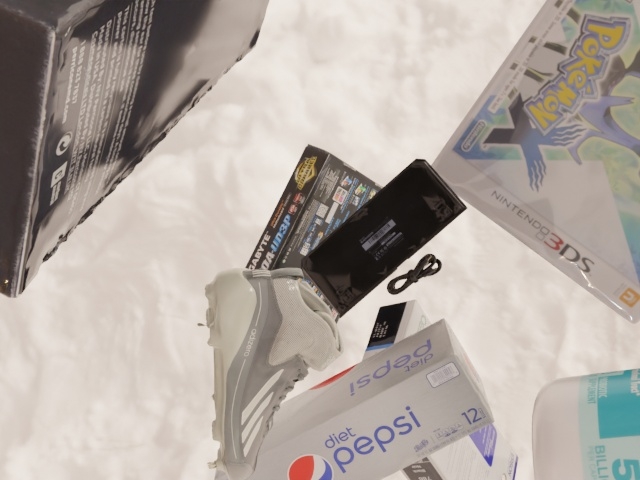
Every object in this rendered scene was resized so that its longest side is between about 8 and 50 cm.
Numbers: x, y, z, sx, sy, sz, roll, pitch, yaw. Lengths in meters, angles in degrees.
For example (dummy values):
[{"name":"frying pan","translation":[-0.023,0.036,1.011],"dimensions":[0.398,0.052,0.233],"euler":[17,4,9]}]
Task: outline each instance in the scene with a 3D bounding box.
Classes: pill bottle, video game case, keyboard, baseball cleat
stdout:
[{"name":"pill bottle","translation":[0.276,0.144,0.626],"dimensions":[0.264,0.146,0.146],"euler":[-11,72,20]},{"name":"video game case","translation":[0.323,-0.111,1.087],"dimensions":[0.300,0.036,0.329],"euler":[37,121,6]},{"name":"keyboard","translation":[0.075,0.008,1.072],"dimensions":[0.180,0.023,0.108],"euler":[-42,74,8]},{"name":"baseball cleat","translation":[-0.037,0.110,0.772],"dimensions":[0.109,0.206,0.072],"euler":[-3,39,-5]}]

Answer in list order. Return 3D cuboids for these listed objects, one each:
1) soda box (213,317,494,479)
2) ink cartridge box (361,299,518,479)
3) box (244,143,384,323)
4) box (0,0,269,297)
[{"name":"soda box","translation":[0.032,0.198,1.056],"dimensions":[0.286,0.098,0.091],"euler":[-29,106,10]},{"name":"ink cartridge box","translation":[0.157,0.250,1.312],"dimensions":[0.065,0.333,0.165],"euler":[-16,34,32]},{"name":"box","translation":[0.000,0.000,1.390],"dimensions":[0.051,0.175,0.220],"euler":[25,89,42]},{"name":"box","translation":[-0.228,-0.190,0.593],"dimensions":[0.343,0.312,0.179],"euler":[27,131,4]}]
